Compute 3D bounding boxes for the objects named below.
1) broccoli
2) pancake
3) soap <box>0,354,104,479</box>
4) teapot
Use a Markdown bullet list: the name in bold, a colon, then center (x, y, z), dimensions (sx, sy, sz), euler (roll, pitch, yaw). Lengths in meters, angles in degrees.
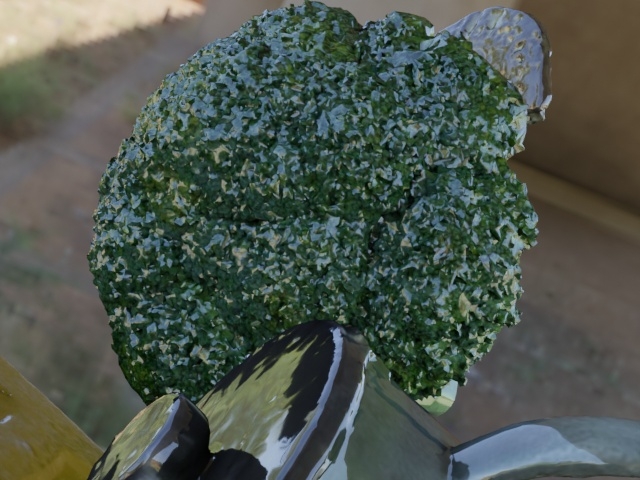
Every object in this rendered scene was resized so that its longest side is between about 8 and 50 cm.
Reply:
- **broccoli**: center (0.000, 0.000, 1.042), dimensions (0.241, 0.261, 0.269), euler (39, -5, -38)
- **pancake**: center (0.125, -0.109, 1.937), dimensions (0.033, 0.288, 0.286), euler (33, -29, -33)
- **soap**: center (-0.226, 0.161, 1.062), dimensions (0.335, 0.156, 0.293), euler (42, 13, 10)
- **teapot**: center (0.066, 0.171, 0.772), dimensions (0.337, 0.270, 0.200), euler (42, 28, -14)
